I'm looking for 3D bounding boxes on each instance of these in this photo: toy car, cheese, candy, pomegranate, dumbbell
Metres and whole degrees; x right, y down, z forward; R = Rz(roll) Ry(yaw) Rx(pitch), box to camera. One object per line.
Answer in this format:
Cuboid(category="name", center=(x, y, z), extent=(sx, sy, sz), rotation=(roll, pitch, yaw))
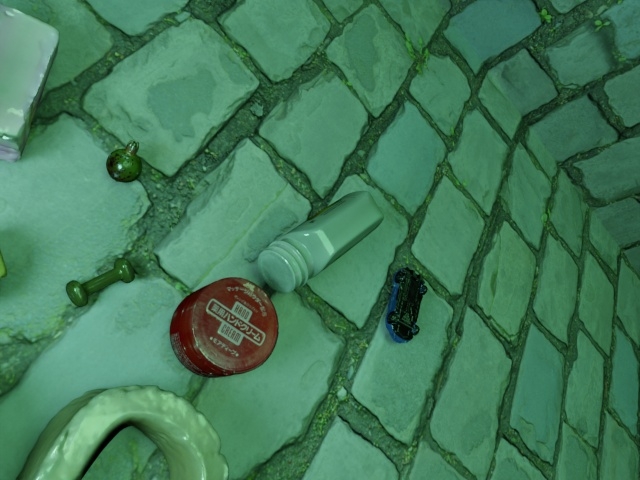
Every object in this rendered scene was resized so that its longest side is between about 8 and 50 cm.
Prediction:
Cuboid(category="toy car", center=(0.229, 0.179, 1.388), extent=(0.103, 0.063, 0.216), rotation=(31, 61, -26))
Cuboid(category="cheese", center=(-0.324, 0.405, 0.787), extent=(0.292, 0.153, 0.332), rotation=(46, 49, -17))
Cuboid(category="candy", center=(-0.569, -0.283, 0.876), extent=(0.156, 0.116, 0.264), rotation=(20, 61, -34))
Cuboid(category="pomegranate", center=(-0.386, -0.153, 0.996), extent=(0.073, 0.084, 0.073), rotation=(20, 52, -27))
Cuboid(category="dumbbell", center=(-0.402, 0.076, 0.921), extent=(0.118, 0.046, 0.052), rotation=(-32, 99, -43))

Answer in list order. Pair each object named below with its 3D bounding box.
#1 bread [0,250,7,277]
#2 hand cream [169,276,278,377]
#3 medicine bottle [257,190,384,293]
Cuboid(category="bread", center=(-0.559, 0.059, 0.771), extent=(0.156, 0.103, 0.110), rotation=(-44, 114, -35))
Cuboid(category="hand cream", center=(-0.192, 0.175, 1.001), extent=(0.193, 0.125, 0.192), rotation=(16, 64, -36))
Cuboid(category="medicine bottle", center=(0.000, 0.000, 1.190), extent=(0.324, 0.179, 0.124), rotation=(-38, 99, -41))
